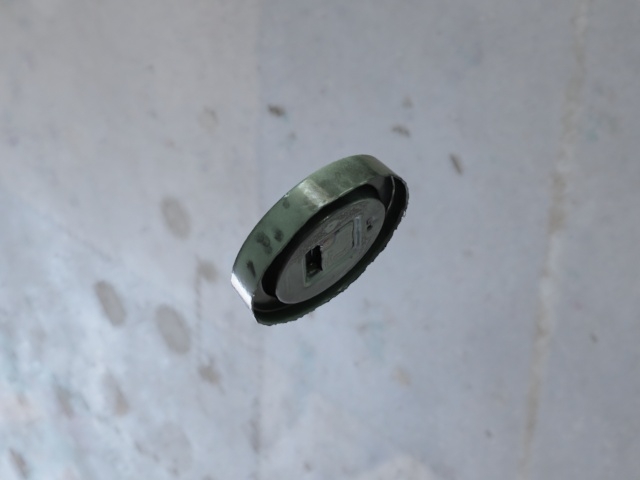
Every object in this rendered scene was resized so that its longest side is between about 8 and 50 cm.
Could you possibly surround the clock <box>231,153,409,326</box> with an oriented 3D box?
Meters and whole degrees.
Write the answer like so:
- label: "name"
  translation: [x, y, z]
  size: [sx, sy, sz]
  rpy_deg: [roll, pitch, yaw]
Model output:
- label: "clock"
  translation: [0.000, 0.000, 0.660]
  size: [0.017, 0.085, 0.085]
  rpy_deg: [47, 140, 22]
